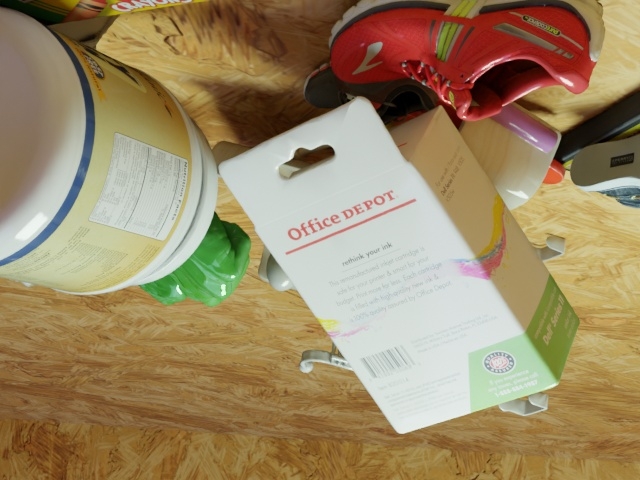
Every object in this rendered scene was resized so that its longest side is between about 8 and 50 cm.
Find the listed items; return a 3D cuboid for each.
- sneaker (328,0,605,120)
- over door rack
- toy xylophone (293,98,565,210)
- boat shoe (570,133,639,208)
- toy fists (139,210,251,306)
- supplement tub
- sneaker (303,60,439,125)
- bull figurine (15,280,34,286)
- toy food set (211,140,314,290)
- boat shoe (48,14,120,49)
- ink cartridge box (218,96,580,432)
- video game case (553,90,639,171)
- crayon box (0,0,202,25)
[{"bbox_3d":[0.123,-0.166,1.449,0.279,0.118,0.107,-3,159,33],"label":"sneaker"},{"bbox_3d":[0.141,0.089,2.046,0.324,0.239,0.108,12,160,-10],"label":"over door rack"},{"bbox_3d":[0.106,-0.088,1.759,0.236,0.081,0.322,32,154,-30],"label":"toy xylophone"},{"bbox_3d":[0.351,-0.074,1.625,0.083,0.065,0.183,19,167,-36],"label":"boat shoe"},{"bbox_3d":[-0.171,0.005,1.864,0.142,0.096,0.279,55,155,-16],"label":"toy fists"},{"bbox_3d":[-0.248,-0.071,1.441,0.228,0.228,0.316,1,172,23],"label":"supplement tub"},{"bbox_3d":[0.050,-0.148,1.615,0.158,0.065,0.061,-5,146,27],"label":"sneaker"},{"bbox_3d":[-0.346,0.018,2.278,0.310,0.101,0.188,11,164,-11],"label":"bull figurine"},{"bbox_3d":[0.000,0.000,1.821,0.219,0.092,0.306,15,161,16],"label":"toy food set"},{"bbox_3d":[-0.266,-0.197,1.566,0.098,0.096,0.277,17,160,-25],"label":"boat shoe"},{"bbox_3d":[0.081,0.006,1.588,0.207,0.119,0.353,-22,111,34],"label":"ink cartridge box"},{"bbox_3d":[0.416,-0.099,1.671,0.248,0.035,0.275,14,163,-18],"label":"video game case"},{"bbox_3d":[-0.209,-0.291,1.224,0.363,0.106,0.313,-3,160,34],"label":"crayon box"}]
